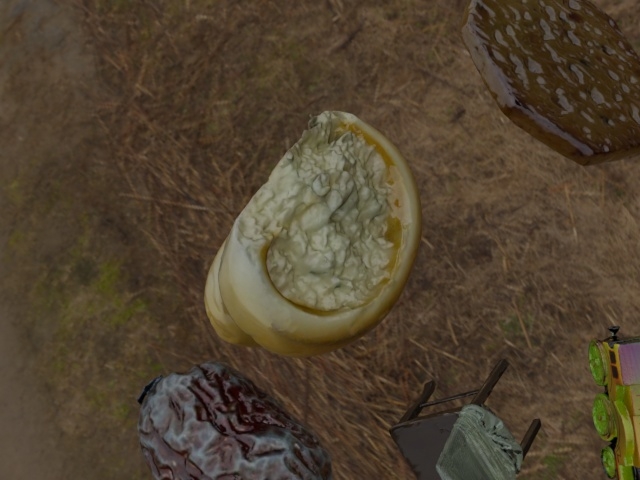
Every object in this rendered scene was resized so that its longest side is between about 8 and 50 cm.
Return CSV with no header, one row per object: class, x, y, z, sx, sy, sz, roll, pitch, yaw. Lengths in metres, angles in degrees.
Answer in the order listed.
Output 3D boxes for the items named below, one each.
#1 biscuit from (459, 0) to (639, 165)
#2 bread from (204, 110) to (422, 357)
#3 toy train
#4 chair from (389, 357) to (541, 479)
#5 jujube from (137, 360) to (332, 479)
biscuit,0.354,-0.258,1.176,0.046,0.359,0.359,130,144,-50
bread,-0.022,-0.014,1.285,0.245,0.329,0.424,-2,41,42
toy train,0.530,0.296,1.355,0.100,0.160,0.296,-8,89,-4
chair,0.206,0.328,1.204,0.186,0.160,0.319,-26,8,35
jujube,-0.136,0.325,1.219,0.317,0.226,0.226,35,84,22
